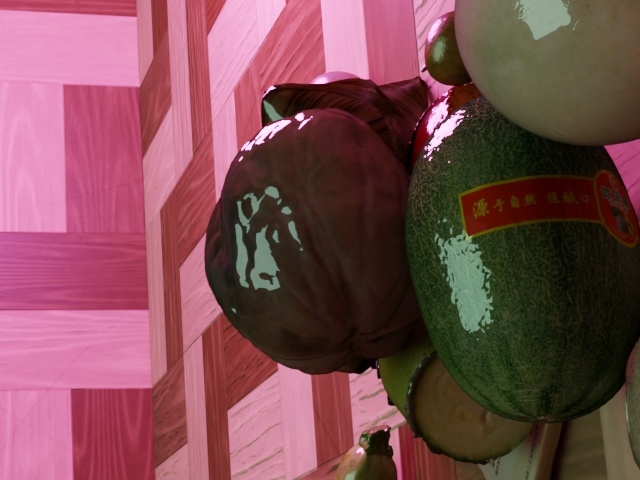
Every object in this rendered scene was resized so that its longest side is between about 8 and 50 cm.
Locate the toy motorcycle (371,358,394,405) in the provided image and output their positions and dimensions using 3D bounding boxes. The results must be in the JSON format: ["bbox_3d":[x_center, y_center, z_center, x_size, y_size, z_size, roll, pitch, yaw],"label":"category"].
[{"bbox_3d":[0.082,0.081,1.645,0.215,0.080,0.122,-91,0,-67],"label":"toy motorcycle"}]

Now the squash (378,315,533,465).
[{"bbox_3d":[0.111,0.120,1.399,0.187,0.123,0.123,-144,56,-74],"label":"squash"}]

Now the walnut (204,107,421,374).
[{"bbox_3d":[0.000,0.000,1.345,0.224,0.224,0.224,-179,90,-74],"label":"walnut"}]

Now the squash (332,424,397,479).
[{"bbox_3d":[0.031,0.383,1.751,0.118,0.118,0.370,-151,64,-72],"label":"squash"}]

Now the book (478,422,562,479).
[{"bbox_3d":[0.164,0.111,1.468,0.289,0.026,0.201,-123,39,-63],"label":"book"}]

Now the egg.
[{"bbox_3d":[0.190,-0.160,1.106,0.253,0.187,0.186,-151,63,-69],"label":"egg"}]

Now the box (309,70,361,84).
[{"bbox_3d":[0.025,-0.103,1.836,0.146,0.088,0.200,108,158,-47],"label":"box"}]

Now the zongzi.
[{"bbox_3d":[0.050,-0.032,1.603,0.300,0.138,0.286,-30,-58,-62],"label":"zongzi"}]

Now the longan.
[{"bbox_3d":[0.128,-0.183,1.514,0.083,0.075,0.075,-24,63,41],"label":"longan"}]

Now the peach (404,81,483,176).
[{"bbox_3d":[0.129,-0.072,1.457,0.127,0.092,0.172,143,131,-58],"label":"peach"}]

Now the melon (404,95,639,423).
[{"bbox_3d":[0.156,0.001,1.217,0.182,0.182,0.287,121,141,-59],"label":"melon"}]

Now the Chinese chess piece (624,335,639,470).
[{"bbox_3d":[0.260,0.116,1.103,0.122,0.051,0.122,-177,90,-74],"label":"Chinese chess piece"}]
